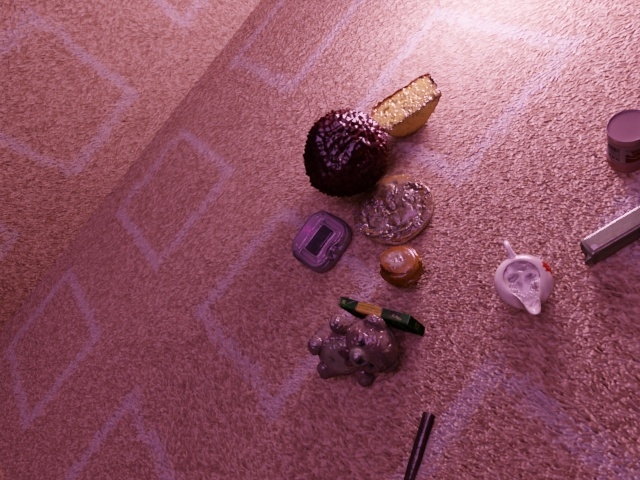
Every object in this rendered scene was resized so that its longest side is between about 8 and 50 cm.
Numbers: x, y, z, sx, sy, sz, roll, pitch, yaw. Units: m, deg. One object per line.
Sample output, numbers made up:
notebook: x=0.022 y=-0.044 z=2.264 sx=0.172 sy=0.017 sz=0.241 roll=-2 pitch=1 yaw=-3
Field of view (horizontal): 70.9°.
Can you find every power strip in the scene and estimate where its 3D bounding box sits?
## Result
power strip: x=0.766 y=-0.033 z=1.106 sx=0.272 sy=0.078 sz=0.052 roll=-35 pitch=50 yaw=15

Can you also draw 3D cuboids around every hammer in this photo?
hammer: x=0.239 y=0.593 z=1.170 sx=0.125 sy=0.027 sz=0.296 roll=10 pitch=73 yaw=37

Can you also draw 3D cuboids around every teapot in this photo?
teapot: x=0.531 y=0.101 z=1.184 sx=0.145 sy=0.092 sz=0.226 roll=-25 pitch=54 yaw=18

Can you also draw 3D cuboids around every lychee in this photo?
lychee: x=0.085 y=-0.297 z=1.549 sx=0.305 sy=0.306 sz=0.330 roll=-59 pitch=16 yaw=-5

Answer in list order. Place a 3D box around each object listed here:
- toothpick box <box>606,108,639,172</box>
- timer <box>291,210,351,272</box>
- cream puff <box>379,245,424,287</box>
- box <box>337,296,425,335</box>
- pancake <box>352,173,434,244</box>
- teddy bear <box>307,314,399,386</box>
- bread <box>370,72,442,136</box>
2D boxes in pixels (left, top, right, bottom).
toothpick box: x=0.791 y=-0.253 z=1.154 sx=0.099 sy=0.149 sz=0.098 roll=-15 pitch=59 yaw=27
timer: x=0.000 y=0.000 z=1.601 sx=0.191 sy=0.069 sz=0.208 roll=32 pitch=85 yaw=37
cream puff: x=0.248 y=0.083 z=1.372 sx=0.144 sy=0.103 sz=0.126 roll=28 pitch=71 yaw=39
box: x=0.178 y=0.223 z=1.328 sx=0.235 sy=0.132 sz=0.034 roll=10 pitch=72 yaw=37
pancake: x=0.241 y=-0.105 z=1.506 sx=0.283 sy=0.049 sz=0.282 roll=-14 pitch=60 yaw=26
teddy bear: x=0.097 y=0.318 z=1.312 sx=0.267 sy=0.235 sz=0.151 roll=-9 pitch=19 yaw=43
bread: x=0.307 y=-0.456 z=1.589 sx=0.260 sy=0.134 sz=0.129 roll=-34 pitch=64 yaw=11
